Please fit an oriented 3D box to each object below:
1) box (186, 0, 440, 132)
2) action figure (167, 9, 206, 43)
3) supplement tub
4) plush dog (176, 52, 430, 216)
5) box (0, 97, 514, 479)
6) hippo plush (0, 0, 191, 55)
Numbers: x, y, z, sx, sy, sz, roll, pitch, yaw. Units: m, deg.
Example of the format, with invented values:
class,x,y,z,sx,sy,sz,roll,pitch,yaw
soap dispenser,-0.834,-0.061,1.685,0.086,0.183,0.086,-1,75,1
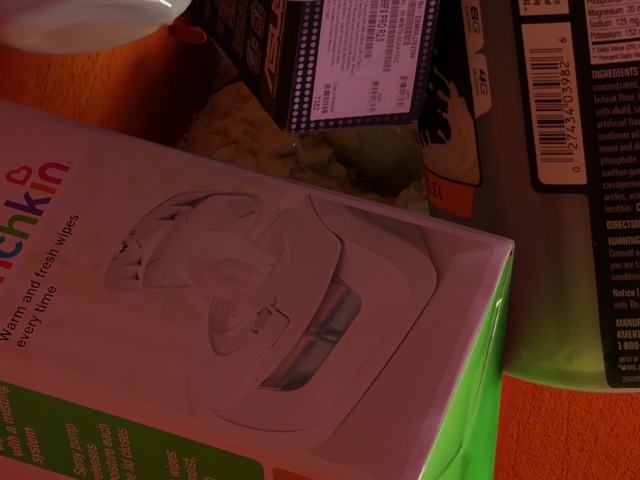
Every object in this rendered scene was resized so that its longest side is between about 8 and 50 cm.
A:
class,x,y,z,sx,sy,sz,roll,pitch,yaw
box,-0.012,-0.208,0.726,0.216,0.060,0.270,-127,-143,-52
action figure,-0.054,-0.131,0.986,0.115,0.030,0.038,-55,162,-70
supplement tub,0.127,-0.113,0.772,0.193,0.194,0.316,-44,129,-67
plush dog,-0.012,-0.046,1.010,0.262,0.211,0.225,-48,-154,47
box,-0.050,0.088,0.786,0.262,0.231,0.126,89,21,-53
hippo plush,-0.079,-0.205,0.514,0.294,0.234,0.236,117,-38,-71
